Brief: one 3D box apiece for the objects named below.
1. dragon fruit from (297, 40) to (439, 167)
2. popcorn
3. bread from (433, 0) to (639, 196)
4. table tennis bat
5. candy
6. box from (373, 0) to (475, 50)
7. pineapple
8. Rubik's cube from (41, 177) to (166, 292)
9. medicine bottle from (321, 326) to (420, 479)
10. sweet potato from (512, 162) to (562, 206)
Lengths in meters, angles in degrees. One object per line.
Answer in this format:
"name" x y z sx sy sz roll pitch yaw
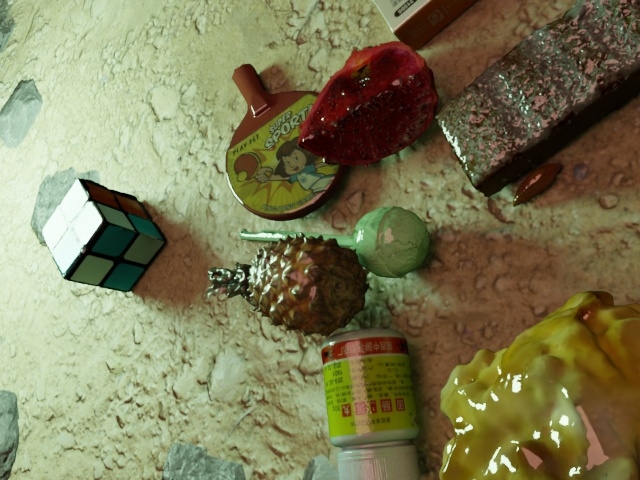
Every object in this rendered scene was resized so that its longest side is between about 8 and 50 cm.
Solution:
"dragon fruit" 0.101 -0.257 1.084 0.262 0.134 0.212 -23 51 34
"popcorn" 0.322 0.258 0.679 0.390 0.354 0.344 -12 37 -12
"bread" 0.372 -0.250 0.909 0.416 0.113 0.165 -38 57 21
"table tennis bat" -0.089 -0.214 1.238 0.268 0.051 0.415 -33 57 10
"candy" 0.000 0.000 1.111 0.439 0.119 0.119 2 78 42
"box" 0.211 -0.513 1.104 0.274 0.091 0.221 -38 60 21
"pineapple" -0.079 0.070 1.047 0.361 0.175 0.175 1 77 48
"Rubik's cube" -0.490 -0.010 1.382 0.167 0.183 0.180 -51 57 13
"medicine bottle" 0.079 0.258 0.946 0.139 0.139 0.226 -17 68 29
"sweet potato" 0.330 -0.087 0.938 0.095 0.034 0.034 -45 57 12
